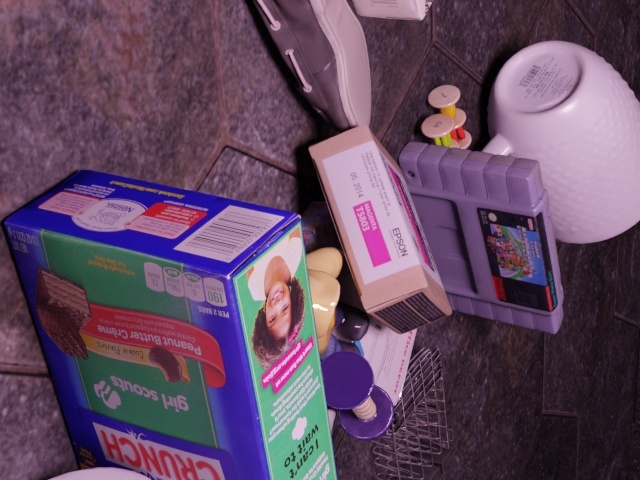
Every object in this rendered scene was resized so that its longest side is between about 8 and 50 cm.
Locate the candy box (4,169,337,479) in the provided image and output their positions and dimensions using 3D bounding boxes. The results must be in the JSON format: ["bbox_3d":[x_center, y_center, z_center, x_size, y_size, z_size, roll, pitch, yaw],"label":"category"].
[{"bbox_3d":[-0.134,0.114,1.024,0.122,0.268,0.317,-42,133,-43],"label":"candy box"}]

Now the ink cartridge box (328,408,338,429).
[{"bbox_3d":[-0.067,0.355,1.391,0.385,0.091,0.308,57,49,-81],"label":"ink cartridge box"}]

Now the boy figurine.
[{"bbox_3d":[-0.003,0.086,1.314,0.285,0.092,0.177,66,38,-71],"label":"boy figurine"}]

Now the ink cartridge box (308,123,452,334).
[{"bbox_3d":[0.082,-0.010,1.413,0.193,0.088,0.234,40,30,-69],"label":"ink cartridge box"}]

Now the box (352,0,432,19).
[{"bbox_3d":[0.125,-0.406,1.344,0.275,0.094,0.113,-62,147,-27],"label":"box"}]

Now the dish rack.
[{"bbox_3d":[0.147,0.316,1.786,0.208,0.074,0.271,-42,132,-50],"label":"dish rack"}]

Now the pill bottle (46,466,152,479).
[{"bbox_3d":[-0.204,0.418,1.062,0.204,0.204,0.361,-41,132,-48],"label":"pill bottle"}]

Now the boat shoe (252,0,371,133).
[{"bbox_3d":[-0.012,-0.252,1.329,0.335,0.095,0.112,67,32,-51],"label":"boat shoe"}]

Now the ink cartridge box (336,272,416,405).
[{"bbox_3d":[0.055,0.143,1.550,0.203,0.086,0.148,36,67,-58],"label":"ink cartridge box"}]

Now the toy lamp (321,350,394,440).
[{"bbox_3d":[0.048,0.205,1.380,0.274,0.080,0.080,62,45,-67],"label":"toy lamp"}]

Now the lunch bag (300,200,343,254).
[{"bbox_3d":[0.000,0.000,1.446,0.071,0.053,0.083,-55,133,-41],"label":"lunch bag"}]

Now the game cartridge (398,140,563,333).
[{"bbox_3d":[0.265,0.003,1.731,0.068,0.230,0.355,-51,140,-30],"label":"game cartridge"}]

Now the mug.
[{"bbox_3d":[0.408,-0.159,1.938,0.374,0.276,0.328,-43,138,-2],"label":"mug"}]

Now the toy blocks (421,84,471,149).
[{"bbox_3d":[0.208,-0.157,1.745,0.148,0.054,0.123,67,30,-44],"label":"toy blocks"}]
